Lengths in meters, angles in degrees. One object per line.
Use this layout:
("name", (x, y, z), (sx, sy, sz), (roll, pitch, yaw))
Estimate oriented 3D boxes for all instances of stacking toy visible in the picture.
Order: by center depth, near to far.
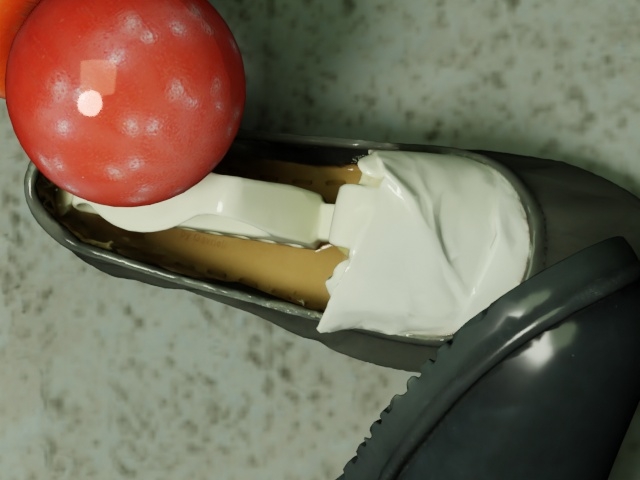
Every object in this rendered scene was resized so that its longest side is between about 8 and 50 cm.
("stacking toy", (-0.137, -0.136, 0.672), (0.141, 0.141, 0.330), (-50, 57, 9))

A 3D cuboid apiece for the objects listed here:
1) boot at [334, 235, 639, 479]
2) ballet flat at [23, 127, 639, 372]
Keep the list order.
("boot", (0.094, 0.144, 0.581), (0.207, 0.094, 0.246), (51, 131, 19))
("ballet flat", (0.000, 0.000, 0.663), (0.280, 0.096, 0.095), (7, 85, 21))
